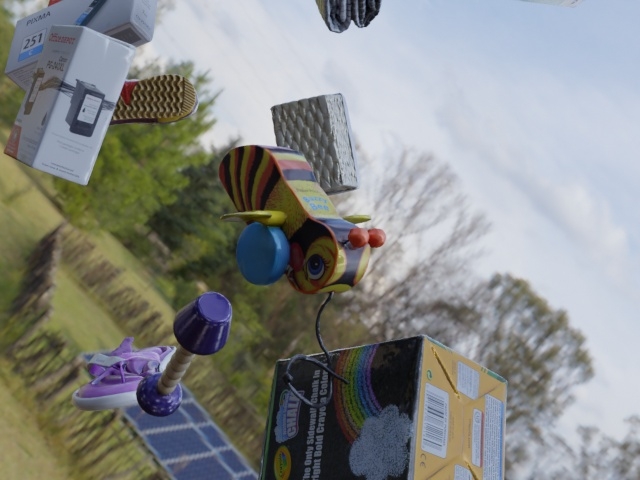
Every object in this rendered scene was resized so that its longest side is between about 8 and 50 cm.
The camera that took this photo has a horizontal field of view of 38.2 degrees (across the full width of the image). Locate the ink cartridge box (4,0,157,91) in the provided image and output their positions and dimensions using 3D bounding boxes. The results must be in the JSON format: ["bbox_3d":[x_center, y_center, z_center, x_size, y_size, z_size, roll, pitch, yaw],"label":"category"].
[{"bbox_3d":[-0.430,-0.430,1.702,0.066,0.296,0.261,45,37,-48],"label":"ink cartridge box"}]

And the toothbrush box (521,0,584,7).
[{"bbox_3d":[0.321,-0.478,1.381,0.296,0.126,0.216,-10,73,-50],"label":"toothbrush box"}]

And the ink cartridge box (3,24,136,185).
[{"bbox_3d":[-0.260,-0.143,0.953,0.063,0.150,0.109,20,1,-35],"label":"ink cartridge box"}]

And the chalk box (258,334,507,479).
[{"bbox_3d":[0.051,0.239,1.092,0.289,0.180,0.179,-16,-34,40],"label":"chalk box"}]

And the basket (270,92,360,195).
[{"bbox_3d":[-0.009,-0.155,1.525,0.103,0.113,0.167,-19,98,-75],"label":"basket"}]

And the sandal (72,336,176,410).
[{"bbox_3d":[-0.368,0.234,1.729,0.416,0.170,0.102,-122,-160,-87],"label":"sandal"}]

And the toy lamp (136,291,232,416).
[{"bbox_3d":[-0.188,0.157,1.280,0.080,0.080,0.274,44,-40,5],"label":"toy lamp"}]

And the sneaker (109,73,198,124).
[{"bbox_3d":[-0.242,-0.166,1.118,0.186,0.069,0.084,3,-4,-5],"label":"sneaker"}]

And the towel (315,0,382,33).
[{"bbox_3d":[0.032,-0.546,1.650,0.283,0.121,0.235,89,-15,-66],"label":"towel"}]

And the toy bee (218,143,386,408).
[{"bbox_3d":[0.000,0.000,1.011,0.298,0.162,0.195,54,37,5],"label":"toy bee"}]
